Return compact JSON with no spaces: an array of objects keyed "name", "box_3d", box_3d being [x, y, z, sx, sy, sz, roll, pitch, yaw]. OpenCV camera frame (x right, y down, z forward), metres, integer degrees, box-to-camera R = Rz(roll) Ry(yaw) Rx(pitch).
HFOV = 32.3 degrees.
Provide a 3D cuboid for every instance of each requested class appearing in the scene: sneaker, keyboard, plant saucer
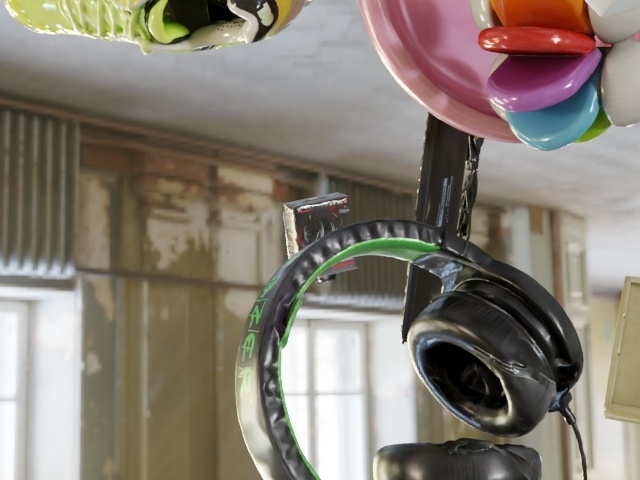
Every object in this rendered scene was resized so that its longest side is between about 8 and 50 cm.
[{"name":"sneaker","box_3d":[-0.193,-0.273,1.178,0.384,0.145,0.147,0,-143,26]},{"name":"keyboard","box_3d":[0.143,-0.052,1.275,0.033,0.317,0.201,14,-164,24]},{"name":"plant saucer","box_3d":[0.189,-0.259,1.062,0.332,0.332,0.084,1,-177,-11]}]

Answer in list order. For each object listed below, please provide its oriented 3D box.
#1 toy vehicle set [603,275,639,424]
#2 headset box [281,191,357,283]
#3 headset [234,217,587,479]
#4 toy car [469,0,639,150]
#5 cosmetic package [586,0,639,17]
[{"name":"toy vehicle set","box_3d":[0.458,0.136,1.212,0.266,0.166,0.035,8,155,21]},{"name":"headset box","box_3d":[0.000,0.000,1.085,0.062,0.083,0.032,-12,-167,-23]},{"name":"headset","box_3d":[0.133,0.133,0.817,0.394,0.243,0.185,27,156,-18]},{"name":"toy car","box_3d":[0.195,-0.158,0.937,0.159,0.182,0.136,7,-147,40]},{"name":"cosmetic package","box_3d":[0.211,-0.370,0.656,0.097,0.284,0.377,-20,156,-44]}]
